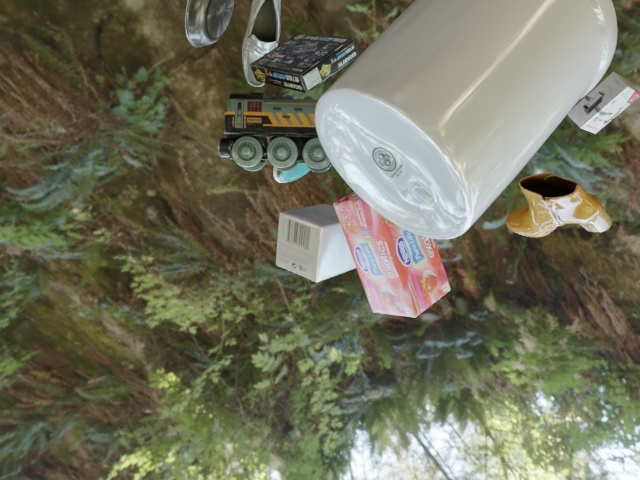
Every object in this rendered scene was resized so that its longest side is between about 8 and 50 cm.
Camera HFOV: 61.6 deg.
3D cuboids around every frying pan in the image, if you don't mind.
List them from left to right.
[{"bbox_3d":[-0.239,-0.607,1.245,0.197,0.053,0.326,-54,167,-58],"label":"frying pan"}]

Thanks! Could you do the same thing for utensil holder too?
[{"bbox_3d":[0.223,-0.242,0.874,0.385,0.328,0.327,-46,-160,-17],"label":"utensil holder"}]

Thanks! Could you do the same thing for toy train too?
[{"bbox_3d":[-0.092,-0.272,1.350,0.333,0.191,0.142,1,-178,2],"label":"toy train"}]

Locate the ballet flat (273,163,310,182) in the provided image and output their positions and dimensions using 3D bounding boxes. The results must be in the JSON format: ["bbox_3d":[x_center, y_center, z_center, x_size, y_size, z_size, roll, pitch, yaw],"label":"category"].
[{"bbox_3d":[-0.032,-0.304,1.630,0.400,0.139,0.139,-40,-163,-32],"label":"ballet flat"}]

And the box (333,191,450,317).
[{"bbox_3d":[0.170,0.015,1.276,0.142,0.300,0.154,-29,-164,-34],"label":"box"}]

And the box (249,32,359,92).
[{"bbox_3d":[-0.044,-0.440,1.312,0.175,0.051,0.220,-41,-139,-21],"label":"box"}]

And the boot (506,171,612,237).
[{"bbox_3d":[0.542,-0.094,1.327,0.295,0.211,0.104,5,-112,56],"label":"boot"}]

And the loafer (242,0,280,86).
[{"bbox_3d":[-0.187,-0.633,1.692,0.111,0.320,0.112,3,-143,-12],"label":"loafer"}]

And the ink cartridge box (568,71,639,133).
[{"bbox_3d":[0.689,-0.331,1.304,0.099,0.056,0.135,1,143,-42],"label":"ink cartridge box"}]

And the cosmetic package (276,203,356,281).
[{"bbox_3d":[0.000,0.000,1.426,0.151,0.152,0.183,21,-157,38],"label":"cosmetic package"}]
